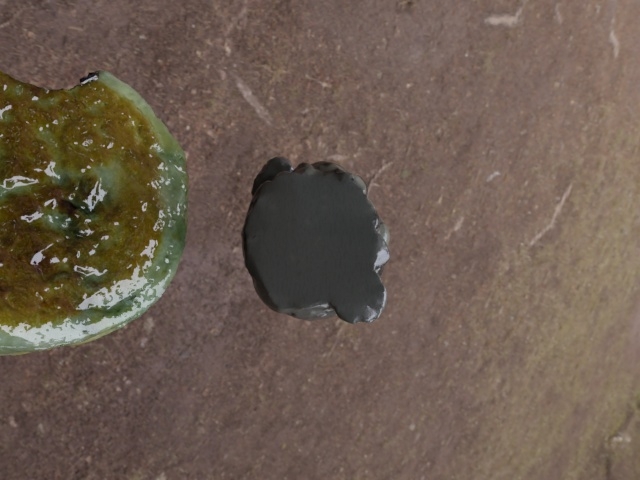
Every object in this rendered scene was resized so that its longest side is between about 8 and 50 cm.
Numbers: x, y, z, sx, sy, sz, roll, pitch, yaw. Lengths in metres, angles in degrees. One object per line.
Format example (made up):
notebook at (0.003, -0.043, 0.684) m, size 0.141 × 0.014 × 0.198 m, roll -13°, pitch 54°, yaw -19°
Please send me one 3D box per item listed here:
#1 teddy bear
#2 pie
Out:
teddy bear at (-0.004, -0.012, 0.669) m, size 0.144 × 0.251 × 0.171 m, roll -20°, pitch 94°, yaw -2°
pie at (-0.250, -0.044, 0.578) m, size 0.302 × 0.067 × 0.302 m, roll 14°, pitch 63°, yaw -31°
